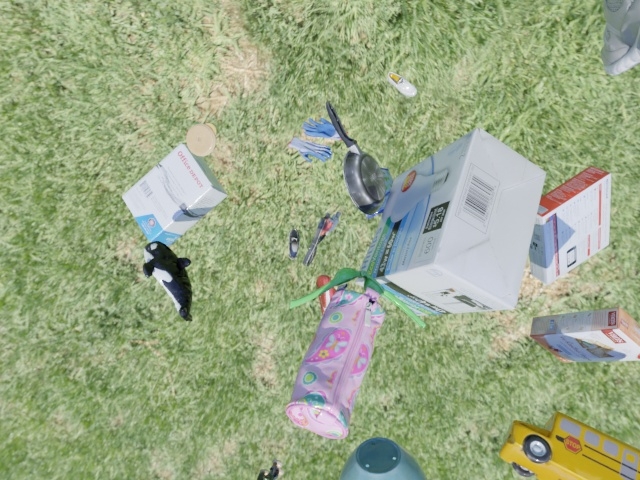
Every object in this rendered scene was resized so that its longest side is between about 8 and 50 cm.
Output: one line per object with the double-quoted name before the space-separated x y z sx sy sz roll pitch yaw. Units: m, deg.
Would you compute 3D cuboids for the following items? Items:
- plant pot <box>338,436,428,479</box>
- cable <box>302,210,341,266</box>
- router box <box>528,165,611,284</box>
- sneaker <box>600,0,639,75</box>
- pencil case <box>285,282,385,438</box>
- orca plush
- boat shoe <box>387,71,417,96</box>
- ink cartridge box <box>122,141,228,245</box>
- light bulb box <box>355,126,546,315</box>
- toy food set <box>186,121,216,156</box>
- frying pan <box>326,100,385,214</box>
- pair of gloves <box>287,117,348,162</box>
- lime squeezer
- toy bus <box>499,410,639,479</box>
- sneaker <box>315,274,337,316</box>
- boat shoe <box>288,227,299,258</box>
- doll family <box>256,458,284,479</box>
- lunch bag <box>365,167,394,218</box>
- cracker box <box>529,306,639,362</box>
"plant pot" 0.179 0.703 1.283 0.289 0.290 0.196 -6 110 7
"cable" 0.000 0.000 1.871 0.072 0.139 0.288 27 104 10
"router box" 0.890 -0.046 1.570 0.301 0.082 0.336 -30 125 -8
"sneaker" 0.446 -0.315 0.598 0.105 0.281 0.115 -28 87 21
"pencil case" 0.037 0.220 0.831 0.124 0.284 0.124 16 138 15
"orca plush" -0.429 0.094 1.288 0.102 0.287 0.151 -44 139 12
"boat shoe" 0.233 -0.449 1.253 0.100 0.035 0.035 43 98 13
"ink cartridge box" -0.531 -0.165 1.606 0.307 0.129 0.223 -39 73 7
"light bulb box" 0.309 -0.020 1.092 0.225 0.358 0.361 28 159 -15
"toy food set" -0.300 -0.254 1.101 0.082 0.020 0.084 4 102 11
"frying pan" 0.119 -0.234 1.259 0.053 0.197 0.327 -14 85 36
"pair of gloves" -0.011 -0.329 1.427 0.159 0.198 0.023 23 148 19
"lime squeezer" 0.092 0.118 0.977 0.309 0.110 0.059 10 147 -7
"toy bus" 0.544 0.454 0.867 0.332 0.130 0.108 22 143 24
"sneaker" 0.061 0.180 1.428 0.127 0.087 0.221 -17 135 -12
"boat shoe" -0.105 0.011 1.729 0.046 0.038 0.125 9 78 -7
"doll family" -0.122 0.536 0.868 0.075 0.111 0.193 1 108 16
"lunch bag" 0.198 -0.170 1.577 0.096 0.129 0.151 8 142 -42
"cracker box" 0.696 0.250 1.133 0.155 0.067 0.232 35 149 -17
